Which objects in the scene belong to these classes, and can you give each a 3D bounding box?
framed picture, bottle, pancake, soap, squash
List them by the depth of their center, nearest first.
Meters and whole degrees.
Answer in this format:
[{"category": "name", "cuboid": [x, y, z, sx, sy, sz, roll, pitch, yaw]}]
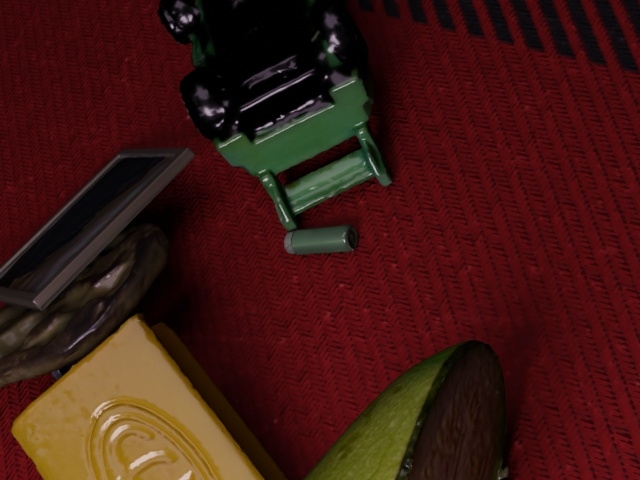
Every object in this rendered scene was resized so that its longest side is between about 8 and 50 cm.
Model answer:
[{"category": "squash", "cuboid": [0.102, 0.254, 1.604, 0.309, 0.233, 0.210, -43, 49, -7]}, {"category": "soap", "cuboid": [-0.156, 0.259, 1.768, 0.204, 0.096, 0.324, -42, 71, 4]}, {"category": "bottle", "cuboid": [0.000, 0.000, 1.948, 0.083, 0.030, 0.030, -5, 59, 28]}, {"category": "pancake", "cuboid": [-0.291, 0.075, 1.977, 0.294, 0.049, 0.294, -32, 19, 12]}, {"category": "framed picture", "cuboid": [-0.284, -0.019, 2.048, 0.265, 0.018, 0.192, -48, 24, -22]}]

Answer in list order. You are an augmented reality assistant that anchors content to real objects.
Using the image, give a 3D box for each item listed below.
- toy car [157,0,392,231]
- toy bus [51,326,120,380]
[{"category": "toy car", "cuboid": [-0.048, -0.208, 2.021, 0.213, 0.176, 0.358, -28, 47, 10]}, {"category": "toy bus", "cuboid": [-0.240, 0.183, 1.933, 0.087, 0.098, 0.178, -26, 49, 12]}]
